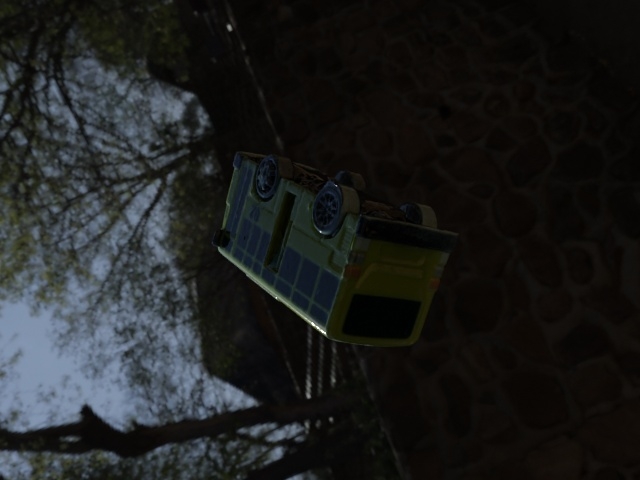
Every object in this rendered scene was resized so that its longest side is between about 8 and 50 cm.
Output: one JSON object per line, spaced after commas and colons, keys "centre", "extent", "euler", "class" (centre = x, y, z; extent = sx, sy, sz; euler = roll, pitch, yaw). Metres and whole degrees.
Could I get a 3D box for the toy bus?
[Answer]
{"centre": [0.000, 0.000, 0.539], "extent": [0.175, 0.088, 0.101], "euler": [31, 108, 52], "class": "toy bus"}
